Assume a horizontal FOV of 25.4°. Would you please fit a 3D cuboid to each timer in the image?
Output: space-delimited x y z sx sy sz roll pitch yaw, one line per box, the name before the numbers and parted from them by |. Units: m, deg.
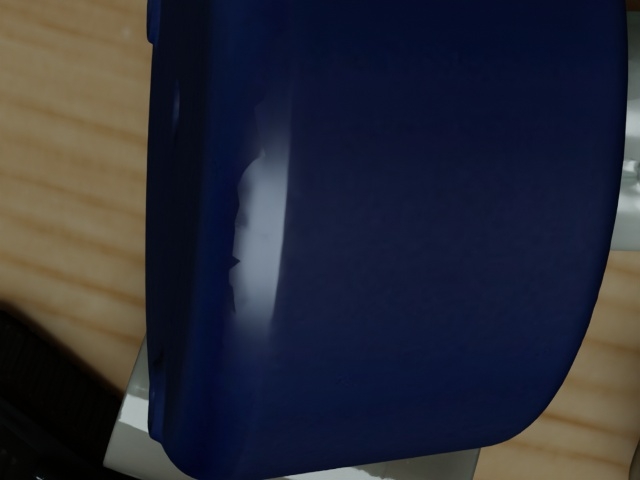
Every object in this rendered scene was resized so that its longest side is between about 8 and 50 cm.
timer | 0.128 -0.040 0.556 0.383 0.270 0.270 3 131 -12

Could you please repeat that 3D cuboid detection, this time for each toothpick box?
toothpick box | -0.012 0.097 0.749 0.180 0.111 0.111 18 130 -4

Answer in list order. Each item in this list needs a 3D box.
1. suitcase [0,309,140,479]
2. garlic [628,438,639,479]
suitcase | -0.233 0.210 0.861 0.335 0.152 0.229 -34 118 28
garlic | 0.237 0.122 0.674 0.185 0.203 0.281 49 127 -5
